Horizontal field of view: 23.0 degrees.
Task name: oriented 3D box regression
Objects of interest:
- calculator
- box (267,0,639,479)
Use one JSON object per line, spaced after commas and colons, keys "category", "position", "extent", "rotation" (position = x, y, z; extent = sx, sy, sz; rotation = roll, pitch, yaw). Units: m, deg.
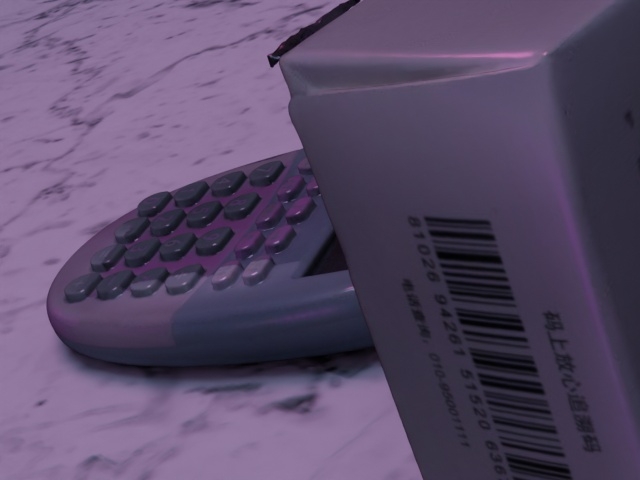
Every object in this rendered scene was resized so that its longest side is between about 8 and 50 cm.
{"category": "calculator", "position": [0.000, 0.000, 0.768], "extent": [0.299, 0.041, 0.185], "rotation": [-9, 26, 25]}
{"category": "box", "position": [0.144, -0.037, 0.546], "extent": [0.106, 0.200, 0.299], "rotation": [6, 35, 46]}
